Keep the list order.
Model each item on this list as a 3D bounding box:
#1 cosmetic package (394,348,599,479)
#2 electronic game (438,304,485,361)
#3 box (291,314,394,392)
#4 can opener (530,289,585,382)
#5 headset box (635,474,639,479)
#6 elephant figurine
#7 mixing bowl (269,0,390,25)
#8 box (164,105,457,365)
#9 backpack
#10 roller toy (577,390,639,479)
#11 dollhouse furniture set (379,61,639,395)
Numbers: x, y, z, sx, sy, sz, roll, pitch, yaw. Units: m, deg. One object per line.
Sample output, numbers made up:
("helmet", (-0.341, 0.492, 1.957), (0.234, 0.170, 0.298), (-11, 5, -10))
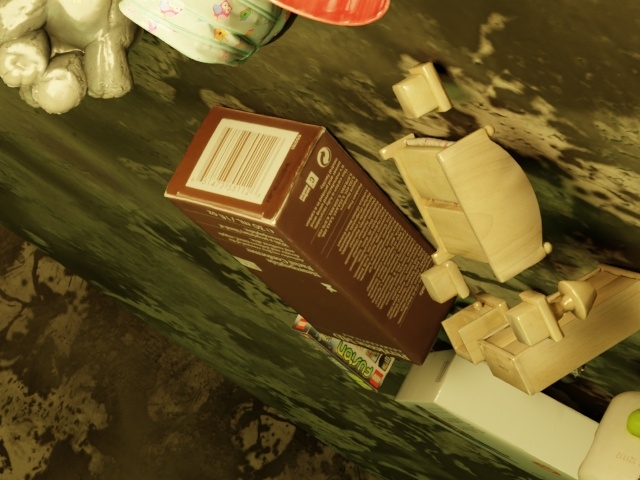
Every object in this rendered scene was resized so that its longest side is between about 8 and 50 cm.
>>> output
("cosmetic package", (0.282, 0.275, 2.096), (0.284, 0.097, 0.377), (26, 172, -2))
("electronic game", (0.213, 0.128, 1.899), (0.229, 0.048, 0.229), (29, 173, 4))
("box", (0.048, 0.138, 2.100), (0.036, 0.114, 0.207), (14, 159, 44))
("can opener", (0.292, 0.125, 1.733), (0.073, 0.059, 0.186), (17, 162, 37))
("headset box", (0.488, 0.329, 1.558), (0.293, 0.218, 0.110), (34, -170, -16))
("elephant figurine", (-0.262, -0.228, 1.414), (0.239, 0.186, 0.169), (-112, 2, -74))
("mixing bowl", (-0.010, -0.247, 0.980), (0.181, 0.098, 0.181), (26, 164, 8))
("box", (0.000, 0.000, 1.697), (0.191, 0.143, 0.381), (15, 161, 41))
("backpack", (-0.092, -0.211, 1.136), (0.152, 0.115, 0.182), (23, -171, 3))
("roller toy", (0.431, 0.294, 1.709), (0.209, 0.146, 0.191), (33, 166, -13))
("dollhouse furniture set", (0.188, -0.045, 1.409), (0.355, 0.174, 0.303), (63, 169, -12))
